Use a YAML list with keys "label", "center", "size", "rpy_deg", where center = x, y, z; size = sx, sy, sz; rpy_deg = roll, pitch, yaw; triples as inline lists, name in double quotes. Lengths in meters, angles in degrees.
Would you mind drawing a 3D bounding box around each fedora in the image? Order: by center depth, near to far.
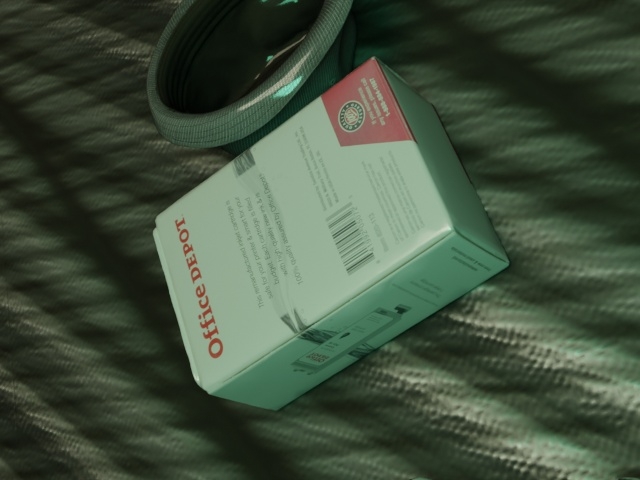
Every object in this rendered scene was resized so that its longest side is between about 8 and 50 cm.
- label: "fedora"
  center: [-0.047, -0.191, 1.078]
  size: [0.244, 0.124, 0.275]
  rpy_deg: [21, 76, 43]

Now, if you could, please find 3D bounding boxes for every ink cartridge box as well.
- label: "ink cartridge box"
  center: [0.000, 0.000, 0.985]
  size: [0.283, 0.117, 0.207]
  rpy_deg: [-34, 57, 21]

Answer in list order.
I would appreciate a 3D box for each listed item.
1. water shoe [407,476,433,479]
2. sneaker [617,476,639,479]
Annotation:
- label: "water shoe"
  center: [0.013, 0.260, 0.909]
  size: [0.203, 0.073, 0.080]
  rpy_deg: [-47, 50, 12]
- label: "sneaker"
  center: [0.209, 0.298, 0.732]
  size: [0.101, 0.106, 0.267]
  rpy_deg: [-3, 70, 37]
